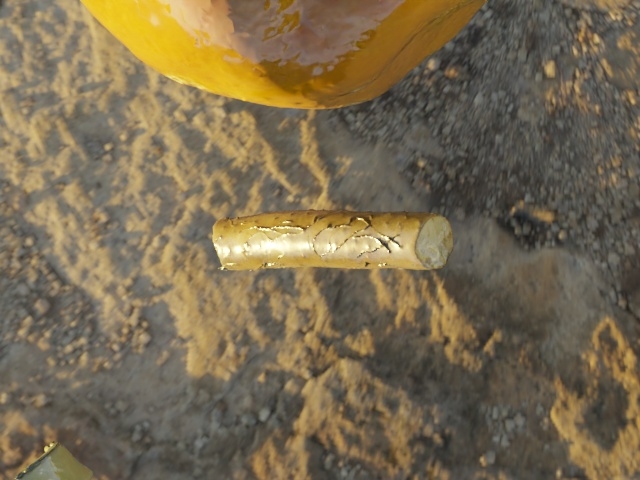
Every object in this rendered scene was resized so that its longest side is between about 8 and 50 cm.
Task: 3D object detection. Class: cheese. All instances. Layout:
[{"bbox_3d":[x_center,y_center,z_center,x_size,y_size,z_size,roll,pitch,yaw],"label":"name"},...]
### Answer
[{"bbox_3d":[-0.245,0.217,1.101,0.041,0.084,0.060,-30,104,21],"label":"cheese"}]

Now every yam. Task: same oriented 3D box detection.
[{"bbox_3d":[0.000,0.000,0.579,0.145,0.032,0.032,0,107,43],"label":"yam"}]

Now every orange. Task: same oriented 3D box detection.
[{"bbox_3d":[-0.018,-0.181,0.550,0.249,0.183,0.248,-1,104,-6],"label":"orange"}]
